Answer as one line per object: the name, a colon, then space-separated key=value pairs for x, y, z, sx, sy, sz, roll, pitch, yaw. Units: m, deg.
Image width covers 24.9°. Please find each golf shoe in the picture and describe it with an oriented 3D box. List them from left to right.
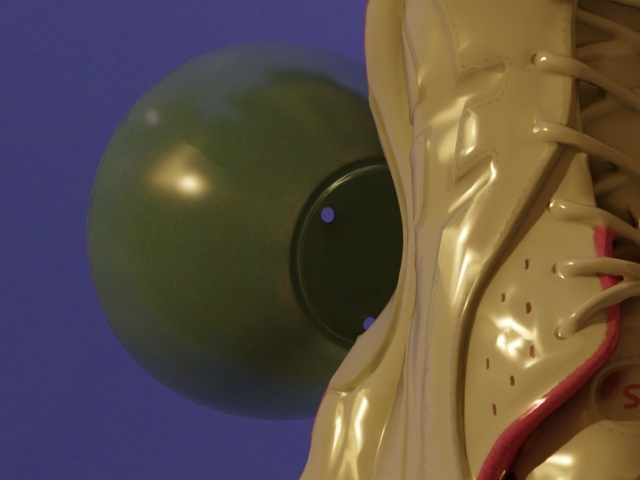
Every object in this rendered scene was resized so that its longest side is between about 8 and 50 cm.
golf shoe: x=0.075 y=0.002 z=0.404 sx=0.115 sy=0.140 sz=0.306 roll=5 pitch=-84 yaw=-23

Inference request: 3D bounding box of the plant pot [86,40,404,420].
plant pot: x=0.000 y=0.000 z=1.036 sx=0.290 sy=0.195 sz=0.290 roll=-3 pitch=-84 yaw=-25
